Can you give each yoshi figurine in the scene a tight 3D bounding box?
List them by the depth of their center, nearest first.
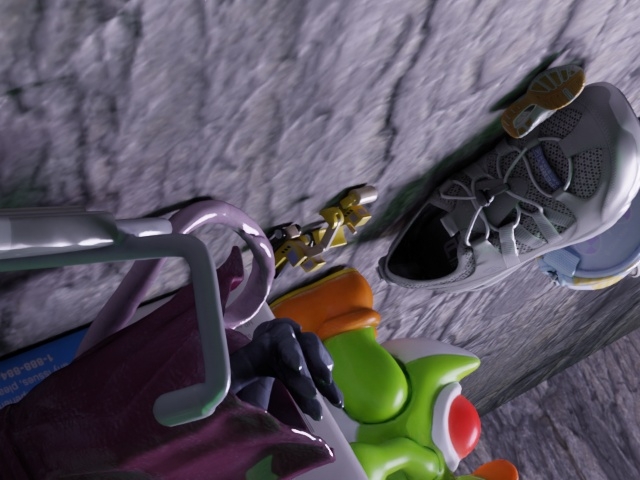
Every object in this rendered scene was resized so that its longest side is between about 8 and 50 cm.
[{"bbox_3d":[0.049,0.223,1.476,0.204,0.362,0.203,-18,163,-46],"label":"yoshi figurine"}]

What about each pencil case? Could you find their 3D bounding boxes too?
[{"bbox_3d":[0.250,-0.012,1.535,0.273,0.114,0.124,11,97,-81],"label":"pencil case"}]

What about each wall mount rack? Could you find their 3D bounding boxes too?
[{"bbox_3d":[-0.227,0.060,0.791,0.304,0.130,0.350,-7,179,29],"label":"wall mount rack"}]

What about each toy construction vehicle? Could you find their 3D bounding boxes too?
[{"bbox_3d":[0.000,0.000,1.256,0.098,0.035,0.086,-40,164,35],"label":"toy construction vehicle"}]

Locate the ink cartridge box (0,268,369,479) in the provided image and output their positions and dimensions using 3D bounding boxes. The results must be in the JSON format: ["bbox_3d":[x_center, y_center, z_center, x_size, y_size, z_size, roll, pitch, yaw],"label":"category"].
[{"bbox_3d":[-0.097,0.259,1.209,0.285,0.395,0.166,-20,163,-36],"label":"ink cartridge box"}]

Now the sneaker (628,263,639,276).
[{"bbox_3d":[0.346,-0.016,1.791,0.090,0.115,0.232,-31,167,3],"label":"sneaker"}]

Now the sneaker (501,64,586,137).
[{"bbox_3d":[0.170,-0.110,1.247,0.083,0.032,0.037,-36,-179,43],"label":"sneaker"}]

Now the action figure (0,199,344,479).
[{"bbox_3d":[-0.177,0.133,0.998,0.370,0.275,0.248,-27,141,4],"label":"action figure"}]

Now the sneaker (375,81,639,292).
[{"bbox_3d":[0.153,-0.025,1.353,0.115,0.105,0.281,-14,158,-41],"label":"sneaker"}]
